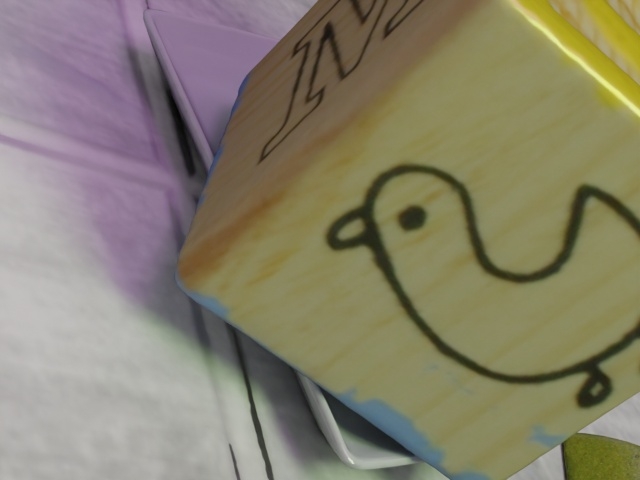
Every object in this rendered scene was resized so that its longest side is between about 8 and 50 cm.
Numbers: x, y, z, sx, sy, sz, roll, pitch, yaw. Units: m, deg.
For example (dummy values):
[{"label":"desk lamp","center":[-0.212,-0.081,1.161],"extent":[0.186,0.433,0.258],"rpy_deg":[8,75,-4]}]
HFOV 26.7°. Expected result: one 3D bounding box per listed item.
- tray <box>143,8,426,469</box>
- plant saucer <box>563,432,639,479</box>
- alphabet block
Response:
[{"label":"tray","center":[0.000,0.000,0.699],"extent":[0.145,0.030,0.270],"rpy_deg":[6,50,-48]},{"label":"plant saucer","center":[0.219,0.203,0.726],"extent":[0.188,0.045,0.188],"rpy_deg":[34,34,-22]},{"label":"alphabet block","center":[0.079,-0.039,0.619],"extent":[0.192,0.197,0.193],"rpy_deg":[35,34,-18]}]
